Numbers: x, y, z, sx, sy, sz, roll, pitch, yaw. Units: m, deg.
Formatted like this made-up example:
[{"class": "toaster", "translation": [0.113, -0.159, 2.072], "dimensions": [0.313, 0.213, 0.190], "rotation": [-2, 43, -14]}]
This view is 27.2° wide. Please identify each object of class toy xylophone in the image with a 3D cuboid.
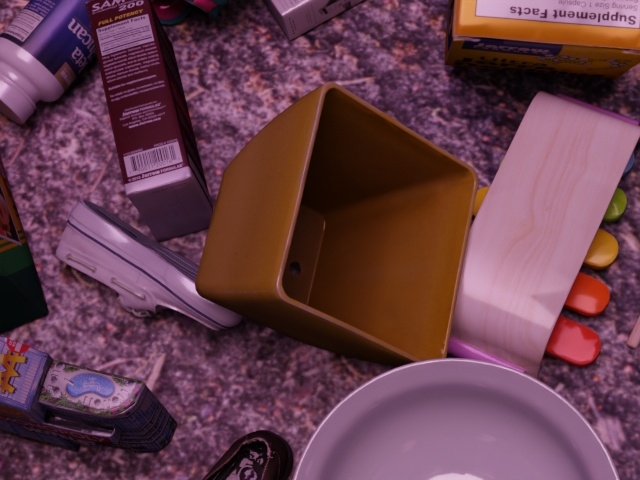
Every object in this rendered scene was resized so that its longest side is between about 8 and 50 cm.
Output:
[{"class": "toy xylophone", "translation": [0.247, -0.002, 1.331], "dimensions": [0.236, 0.081, 0.323], "rotation": [31, 75, 18]}]

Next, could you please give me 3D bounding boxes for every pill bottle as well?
[{"class": "pill bottle", "translation": [-0.308, -0.216, 1.487], "dimensions": [0.094, 0.094, 0.169], "rotation": [32, 76, 18]}]

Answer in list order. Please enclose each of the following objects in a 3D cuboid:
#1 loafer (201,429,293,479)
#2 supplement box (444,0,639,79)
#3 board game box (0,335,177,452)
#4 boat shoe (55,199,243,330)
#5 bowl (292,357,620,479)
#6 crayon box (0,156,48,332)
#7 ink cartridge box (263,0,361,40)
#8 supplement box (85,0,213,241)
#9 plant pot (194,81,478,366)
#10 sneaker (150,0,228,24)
[{"class": "loafer", "translation": [-0.110, 0.270, 1.271], "dimensions": [0.080, 0.078, 0.220], "rotation": [27, 74, 17]}, {"class": "supplement box", "translation": [0.239, -0.357, 1.346], "dimensions": [0.194, 0.195, 0.357], "rotation": [5, 90, 3]}, {"class": "board game box", "translation": [-0.256, 0.154, 1.276], "dimensions": [0.194, 0.194, 0.060], "rotation": [12, 70, 13]}, {"class": "boat shoe", "translation": [-0.180, 0.044, 1.384], "dimensions": [0.226, 0.083, 0.076], "rotation": [33, 98, 24]}, {"class": "bowl", "translation": [0.124, 0.267, 1.211], "dimensions": [0.298, 0.134, 0.298], "rotation": [-3, 67, 6]}, {"class": "crayon box", "translation": [-0.416, -0.113, 1.341], "dimensions": [0.106, 0.313, 0.363], "rotation": [-22, 67, -1]}, {"class": "ink cartridge box", "translation": [-0.004, -0.306, 1.502], "dimensions": [0.135, 0.056, 0.099], "rotation": [-30, 67, -4]}, {"class": "supplement box", "translation": [-0.182, -0.136, 1.418], "dimensions": [0.073, 0.130, 0.239], "rotation": [-16, 66, 2]}, {"class": "plant pot", "translation": [0.000, 0.000, 1.285], "dimensions": [0.187, 0.212, 0.212], "rotation": [-10, 60, 48]}, {"class": "sneaker", "translation": [-0.167, -0.342, 1.510], "dimensions": [0.178, 0.124, 0.295], "rotation": [-54, 41, 11]}]
